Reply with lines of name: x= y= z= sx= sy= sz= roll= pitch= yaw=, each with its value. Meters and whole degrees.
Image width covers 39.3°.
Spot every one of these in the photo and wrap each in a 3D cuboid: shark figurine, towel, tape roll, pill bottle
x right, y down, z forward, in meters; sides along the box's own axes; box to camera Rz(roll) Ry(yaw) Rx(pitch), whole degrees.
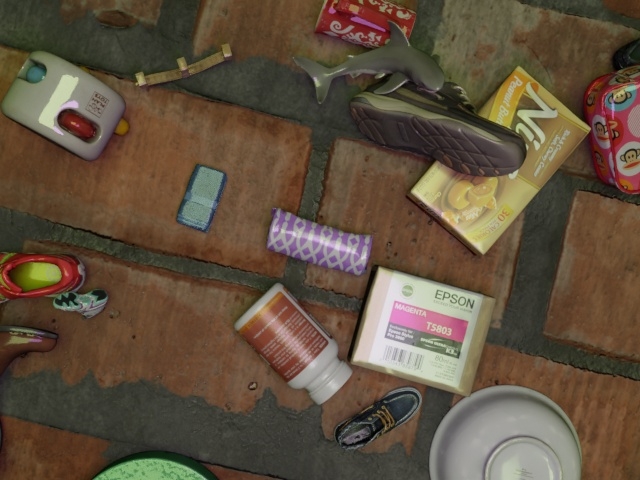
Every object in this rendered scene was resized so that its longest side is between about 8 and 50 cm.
shark figurine: x=0.106 y=-0.337 z=1.619 sx=0.278 sy=0.166 sz=0.116 roll=5 pitch=131 yaw=27
towel: x=-0.224 y=-0.080 z=1.688 sx=0.067 sy=0.029 sz=0.120 roll=20 pitch=88 yaw=-2
tape roll: x=-0.309 y=0.553 z=1.639 sx=0.321 sy=0.077 sz=0.321 roll=0 pitch=87 yaw=-3
pill bottle: x=-0.047 y=0.192 z=1.642 sx=0.121 sy=0.121 sz=0.216 roll=-43 pitch=90 yaw=-4

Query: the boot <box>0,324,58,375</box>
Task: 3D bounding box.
boot: x=-0.593 y=0.294 z=1.589 sx=0.264 sy=0.096 sz=0.281 roll=-4 pitch=83 yaw=-9

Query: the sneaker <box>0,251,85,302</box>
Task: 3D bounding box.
sneaker: x=-0.571 y=0.062 z=1.620 sx=0.278 sy=0.118 sz=0.107 roll=-9 pitch=88 yaw=-3

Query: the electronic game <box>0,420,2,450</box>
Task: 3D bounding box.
electronic game: x=-0.698 y=0.361 z=1.638 sx=0.229 sy=0.048 sz=0.229 roll=0 pitch=88 yaw=-3

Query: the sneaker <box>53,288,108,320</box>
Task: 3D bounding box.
sneaker: x=-0.443 y=0.126 z=1.654 sx=0.098 sy=0.069 sz=0.038 roll=-4 pitch=53 yaw=-22

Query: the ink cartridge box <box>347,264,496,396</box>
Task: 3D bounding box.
ink cartridge box: x=0.187 y=0.167 z=1.673 sx=0.234 sy=0.088 sz=0.193 roll=15 pitch=88 yaw=-2

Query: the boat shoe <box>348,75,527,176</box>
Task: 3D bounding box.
boat shoe: x=0.217 y=-0.226 z=1.606 sx=0.355 sy=0.132 sz=0.130 roll=25 pitch=67 yaw=31

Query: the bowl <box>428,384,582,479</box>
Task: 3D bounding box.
bowl: x=0.356 y=0.421 z=1.650 sx=0.297 sy=0.134 sz=0.298 roll=0 pitch=87 yaw=-3

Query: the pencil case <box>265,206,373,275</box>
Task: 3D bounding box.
pencil case: x=0.000 y=0.000 z=1.672 sx=0.206 sy=0.086 sz=0.088 roll=17 pitch=53 yaw=-4

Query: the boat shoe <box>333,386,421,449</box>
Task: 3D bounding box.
boat shoe: x=0.112 y=0.335 z=1.664 sx=0.183 sy=0.083 sz=0.065 roll=-29 pitch=90 yaw=-4

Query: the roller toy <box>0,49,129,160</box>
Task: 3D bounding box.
roller toy: x=-0.452 y=-0.243 z=1.600 sx=0.209 sy=0.191 sz=0.146 roll=29 pitch=86 yaw=-1

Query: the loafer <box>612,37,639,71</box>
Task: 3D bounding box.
loafer: x=0.674 y=-0.380 z=1.721 sx=0.223 sy=0.078 sz=0.076 roll=-23 pitch=90 yaw=-4

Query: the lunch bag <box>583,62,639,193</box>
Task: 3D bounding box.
lunch bag: x=0.657 y=-0.211 z=1.679 sx=0.293 sy=0.120 sz=0.258 roll=-18 pitch=108 yaw=-3

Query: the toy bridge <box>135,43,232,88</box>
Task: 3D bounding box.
toy bridge: x=-0.257 y=-0.322 z=1.677 sx=0.188 sy=0.063 sz=0.026 roll=-19 pitch=89 yaw=-5

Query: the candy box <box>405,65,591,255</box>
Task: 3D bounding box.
candy box: x=0.333 y=-0.148 z=1.690 sx=0.183 sy=0.087 sz=0.316 roll=41 pitch=86 yaw=-1

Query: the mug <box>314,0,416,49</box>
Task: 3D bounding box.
mug: x=0.083 y=-0.404 z=1.665 sx=0.169 sy=0.150 sz=0.113 roll=19 pitch=126 yaw=-7
